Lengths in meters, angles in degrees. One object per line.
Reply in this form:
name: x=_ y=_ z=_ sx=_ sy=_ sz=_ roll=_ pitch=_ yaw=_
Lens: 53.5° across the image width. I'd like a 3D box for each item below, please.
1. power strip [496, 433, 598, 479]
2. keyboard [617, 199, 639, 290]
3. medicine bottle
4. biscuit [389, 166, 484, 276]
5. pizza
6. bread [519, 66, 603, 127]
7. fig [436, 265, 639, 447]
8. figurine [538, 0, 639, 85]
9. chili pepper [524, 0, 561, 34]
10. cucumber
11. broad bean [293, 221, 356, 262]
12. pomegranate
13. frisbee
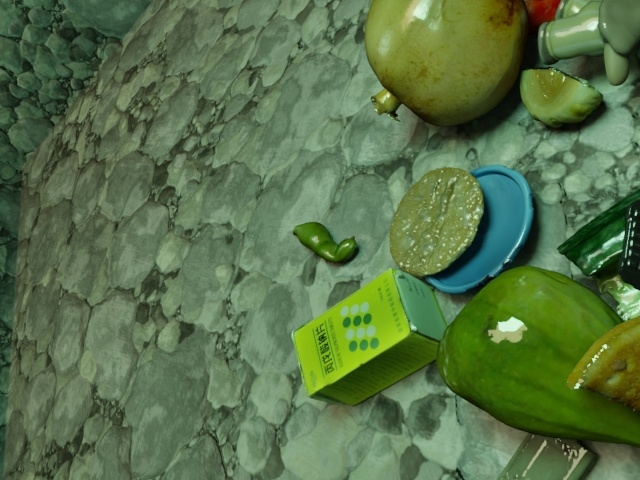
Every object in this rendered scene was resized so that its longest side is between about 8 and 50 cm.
power strip: x=0.280 y=0.373 z=0.891 sx=0.092 sy=0.034 sz=0.268 roll=37 pitch=98 yaw=48
keyboard: x=0.454 y=0.035 z=0.733 sx=0.016 sy=0.262 sz=0.106 roll=152 pitch=135 yaw=-68
medicine bottle: x=0.087 y=0.174 z=1.116 sx=0.250 sy=0.141 sz=0.137 roll=-37 pitch=51 yaw=27
biscuit: x=0.202 y=-0.036 z=1.134 sx=0.220 sy=0.033 sz=0.219 roll=-35 pitch=41 yaw=38
pizza: x=0.377 y=0.148 z=0.734 sx=0.178 sy=0.131 sz=0.041 roll=-37 pitch=10 yaw=-3
bread: x=0.394 y=-0.233 z=1.049 sx=0.157 sy=0.083 sz=0.094 roll=17 pitch=89 yaw=59
fig: x=0.325 y=0.164 z=0.868 sx=0.233 sy=0.314 sz=0.233 roll=22 pitch=-90 yaw=-89
figurine: x=0.504 y=-0.339 z=0.895 sx=0.381 sy=0.248 sz=0.203 roll=-2 pitch=110 yaw=50
chili pepper: x=0.419 y=-0.411 z=1.116 sx=0.272 sy=0.071 sz=0.063 roll=-4 pitch=70 yaw=55
cucumber: x=0.417 y=0.039 z=0.829 sx=0.130 sy=0.191 sz=0.191 roll=-41 pitch=46 yaw=25
broad bean: x=0.000 y=0.000 z=1.359 sx=0.214 sy=0.048 sz=0.070 roll=20 pitch=88 yaw=49
pomegranate: x=0.213 y=-0.349 z=1.144 sx=0.319 sy=0.319 sz=0.319 roll=-23 pitch=55 yaw=37
frisbee: x=0.267 y=-0.016 z=1.092 sx=0.242 sy=0.045 sz=0.242 roll=-35 pitch=39 yaw=35
